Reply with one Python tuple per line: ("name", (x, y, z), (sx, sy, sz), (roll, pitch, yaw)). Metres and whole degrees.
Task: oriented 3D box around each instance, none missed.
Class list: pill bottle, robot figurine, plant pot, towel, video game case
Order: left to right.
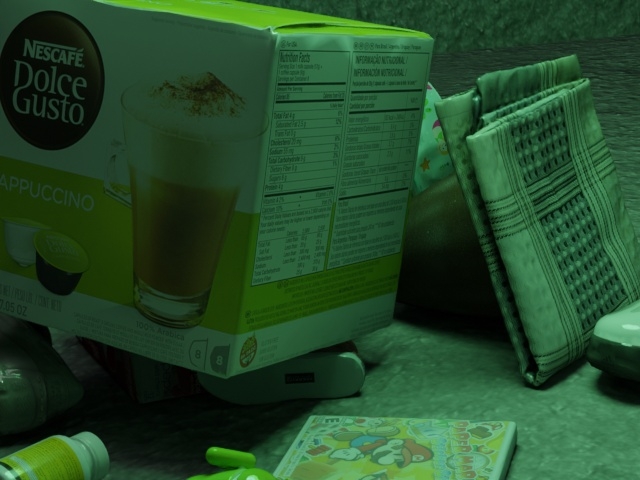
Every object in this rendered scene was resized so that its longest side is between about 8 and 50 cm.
("pill bottle", (-0.250, 0.215, 1.440), (0.065, 0.065, 0.116), (9, 21, 39))
("robot figurine", (-0.076, 0.226, 1.324), (0.115, 0.101, 0.067), (-13, -31, 32))
("video game case", (0.062, 0.213, 1.436), (0.206, 0.026, 0.227), (0, 16, 15))
("plant pot", (0.181, 0.003, 1.869), (0.230, 0.215, 0.215), (-11, 8, 39))
("towel", (0.263, -0.040, 1.747), (0.056, 0.324, 0.312), (-17, 4, 39))

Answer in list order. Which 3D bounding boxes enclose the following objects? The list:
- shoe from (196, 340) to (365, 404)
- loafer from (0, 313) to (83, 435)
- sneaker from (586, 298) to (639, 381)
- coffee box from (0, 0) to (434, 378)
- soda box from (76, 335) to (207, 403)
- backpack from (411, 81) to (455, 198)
("shoe", (-0.043, 0.132, 1.691), (0.177, 0.064, 0.081), (0, 14, -3))
("loafer", (-0.350, 0.123, 1.733), (0.111, 0.112, 0.319), (-6, 23, -26))
("sneaker", (0.453, -0.011, 1.698), (0.447, 0.258, 0.169), (-15, 19, -34))
("coffee box", (-0.121, -0.081, 1.649), (0.337, 0.335, 0.338), (13, 12, 28))
("soda box", (-0.206, 0.101, 1.796), (0.092, 0.084, 0.263), (-9, 17, -21))
("backpack", (0.057, -0.124, 2.025), (0.191, 0.225, 0.253), (-39, 37, -27))
